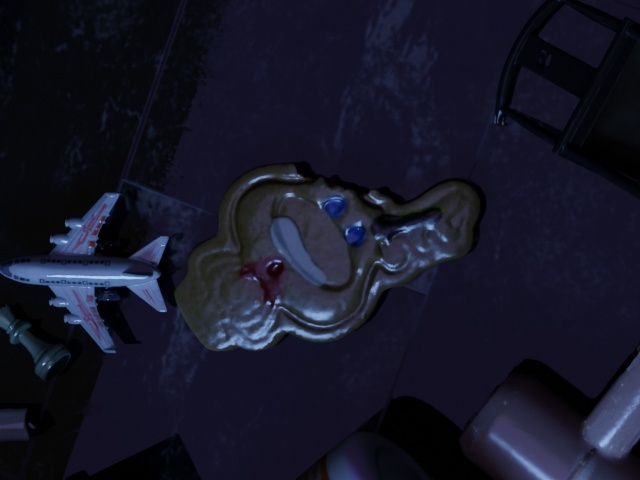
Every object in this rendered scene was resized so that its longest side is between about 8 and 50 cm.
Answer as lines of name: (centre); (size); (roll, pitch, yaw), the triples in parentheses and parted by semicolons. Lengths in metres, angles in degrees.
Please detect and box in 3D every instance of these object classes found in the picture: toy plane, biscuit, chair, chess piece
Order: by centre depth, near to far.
chair: (0.298, -0.119, 1.803); (0.154, 0.141, 0.260); (-61, 37, 8)
biscuit: (0.005, 0.008, 1.914); (0.320, 0.047, 0.183); (-9, 94, 11)
toy plane: (-0.238, 0.030, 1.954); (0.171, 0.065, 0.162); (3, 95, 14)
chess piece: (-0.302, 0.100, 1.987); (0.093, 0.042, 0.042); (40, 100, 14)

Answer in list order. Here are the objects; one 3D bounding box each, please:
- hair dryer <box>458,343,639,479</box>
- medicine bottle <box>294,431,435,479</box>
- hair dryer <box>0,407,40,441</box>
hair dryer: (0.295, 0.122, 1.804); (0.189, 0.107, 0.344); (39, 110, 9)
medicine bottle: (0.030, 0.344, 1.821); (0.241, 0.252, 0.252); (-42, 85, 12)
hair dryer: (-0.405, 0.182, 1.998); (0.237, 0.073, 0.131); (0, 92, 9)
